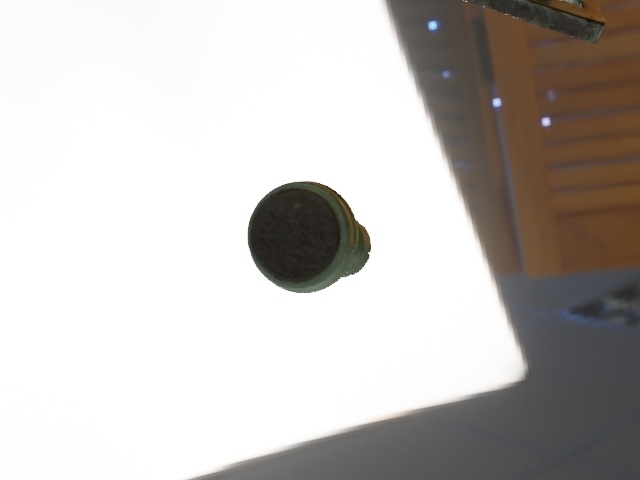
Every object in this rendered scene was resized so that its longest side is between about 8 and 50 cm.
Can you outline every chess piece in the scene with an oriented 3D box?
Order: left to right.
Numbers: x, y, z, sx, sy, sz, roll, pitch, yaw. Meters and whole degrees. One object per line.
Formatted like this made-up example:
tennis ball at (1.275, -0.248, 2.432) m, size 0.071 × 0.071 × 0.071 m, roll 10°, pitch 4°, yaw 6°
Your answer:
chess piece at (0.000, 0.000, 0.905) m, size 0.067 × 0.067 × 0.103 m, roll -8°, pitch 175°, yaw 15°

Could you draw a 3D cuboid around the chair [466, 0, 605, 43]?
chair at (0.131, -0.258, 1.006) m, size 0.136 × 0.147 × 0.270 m, roll 17°, pitch -158°, yaw -10°
